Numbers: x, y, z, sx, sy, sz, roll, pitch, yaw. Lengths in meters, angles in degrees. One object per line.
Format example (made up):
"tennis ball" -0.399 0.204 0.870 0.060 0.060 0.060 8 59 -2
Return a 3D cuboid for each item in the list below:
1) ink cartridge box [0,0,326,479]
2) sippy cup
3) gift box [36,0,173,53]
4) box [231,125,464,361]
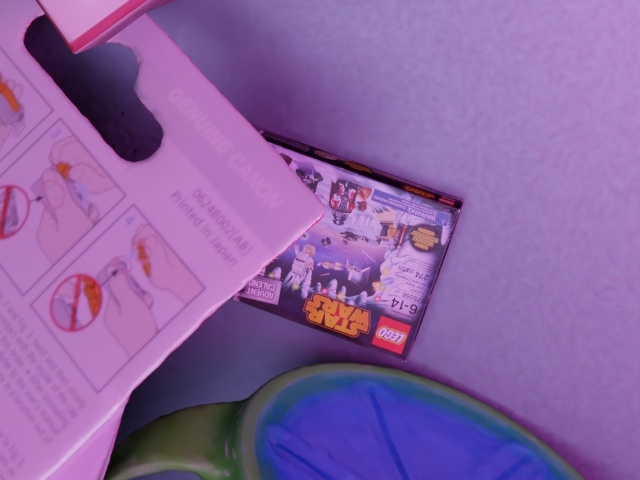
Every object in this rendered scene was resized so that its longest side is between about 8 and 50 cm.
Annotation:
"ink cartridge box" -0.207 0.037 0.940 0.385 0.091 0.308 -44 59 2
"sippy cup" 0.021 0.222 0.945 0.305 0.240 0.224 40 120 26
"gift box" -0.057 -0.267 0.809 0.276 0.258 0.255 -39 95 17
"box" 0.000 0.000 0.983 0.137 0.027 0.094 19 107 5
